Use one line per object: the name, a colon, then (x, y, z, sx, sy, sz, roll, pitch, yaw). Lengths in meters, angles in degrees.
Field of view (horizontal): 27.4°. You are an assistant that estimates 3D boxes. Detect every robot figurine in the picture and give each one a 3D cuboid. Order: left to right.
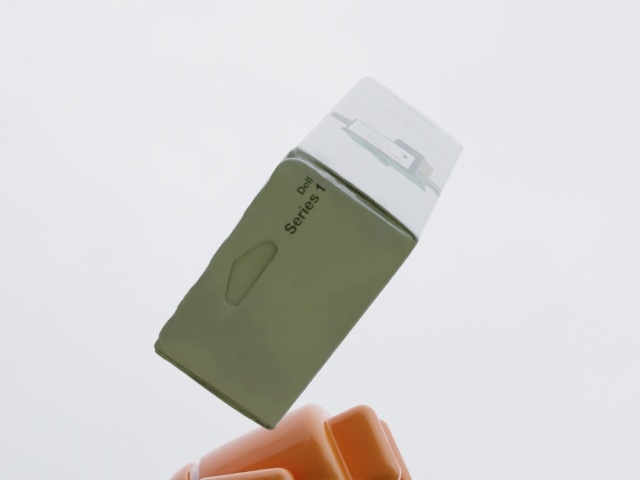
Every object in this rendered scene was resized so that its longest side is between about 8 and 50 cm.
robot figurine: (-0.039, 0.212, 1.056, 0.219, 0.158, 0.128, -28, -80, 6)

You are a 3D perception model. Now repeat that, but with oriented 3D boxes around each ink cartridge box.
ink cartridge box: (0.000, 0.000, 0.836, 0.092, 0.219, 0.160, 36, -68, -1)
